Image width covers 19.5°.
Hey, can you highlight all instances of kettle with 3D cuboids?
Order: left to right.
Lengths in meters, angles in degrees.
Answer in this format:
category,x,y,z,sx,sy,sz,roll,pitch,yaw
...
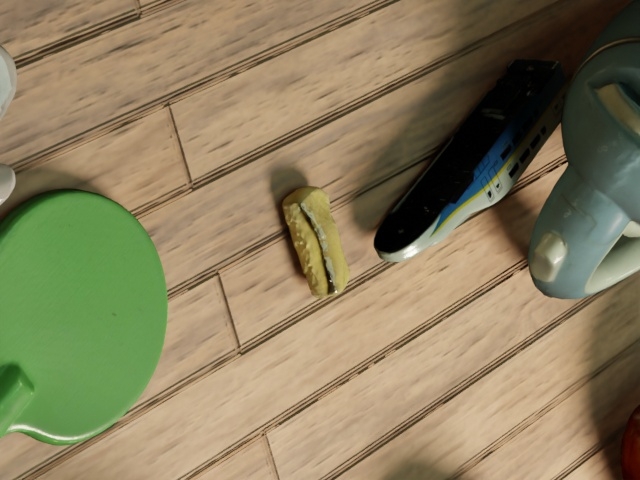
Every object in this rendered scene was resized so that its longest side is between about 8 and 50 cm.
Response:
category,x,y,z,sx,sy,sz,roll,pitch,yaw
kettle,0.304,-0.077,1.499,0.342,0.247,0.319,-19,146,-49

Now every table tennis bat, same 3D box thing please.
category,x,y,z,sx,sy,sz,roll,pitch,yaw
table tennis bat,-0.184,0.078,1.173,0.257,0.039,0.160,-54,126,-35

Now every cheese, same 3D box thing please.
category,x,y,z,sx,sy,sz,roll,pitch,yaw
cheese,0.000,0.000,1.352,0.044,0.030,0.083,-40,115,-60

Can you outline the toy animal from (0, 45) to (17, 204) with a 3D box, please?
category,x,y,z,sx,sy,sz,roll,pitch,yaw
toy animal,-0.299,0.005,0.944,0.154,0.208,0.325,44,65,10

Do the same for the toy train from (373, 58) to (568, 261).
category,x,y,z,sx,sy,sz,roll,pitch,yaw
toy train,0.118,-0.053,1.450,0.234,0.052,0.051,-51,129,-31

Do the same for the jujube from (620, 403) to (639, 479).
category,x,y,z,sx,sy,sz,roll,pitch,yaw
jujube,0.364,0.228,1.609,0.183,0.183,0.243,-46,112,-33
